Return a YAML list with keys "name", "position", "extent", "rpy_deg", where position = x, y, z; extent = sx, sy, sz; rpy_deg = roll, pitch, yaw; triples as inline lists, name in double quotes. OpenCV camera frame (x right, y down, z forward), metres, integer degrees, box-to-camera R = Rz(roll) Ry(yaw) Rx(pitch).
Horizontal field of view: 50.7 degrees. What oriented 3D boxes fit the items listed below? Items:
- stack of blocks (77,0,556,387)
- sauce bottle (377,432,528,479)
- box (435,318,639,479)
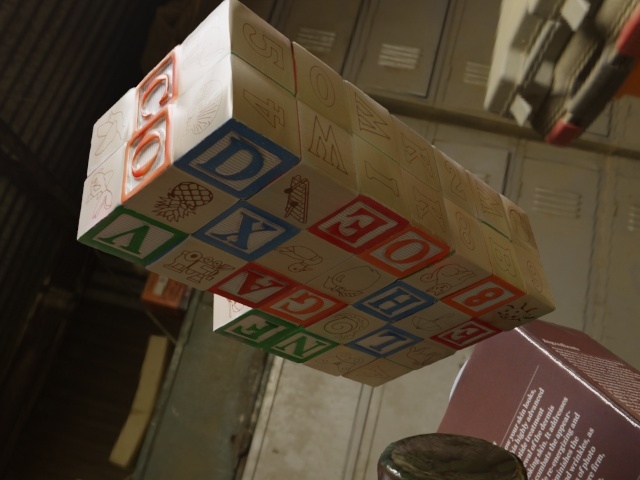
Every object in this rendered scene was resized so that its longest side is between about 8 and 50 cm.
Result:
- name: "stack of blocks"
  position: [0.000, 0.000, 0.448]
  extent: [0.171, 0.297, 0.087]
  rpy_deg: [-31, 49, 33]
- name: "sauce bottle"
  position: [0.088, 0.319, 0.492]
  extent: [0.111, 0.111, 0.344]
  rpy_deg: [-48, -39, -80]
- name: "box"
  position: [0.260, 0.230, 0.589]
  extent: [0.191, 0.143, 0.381]
  rpy_deg: [-69, 25, 13]
